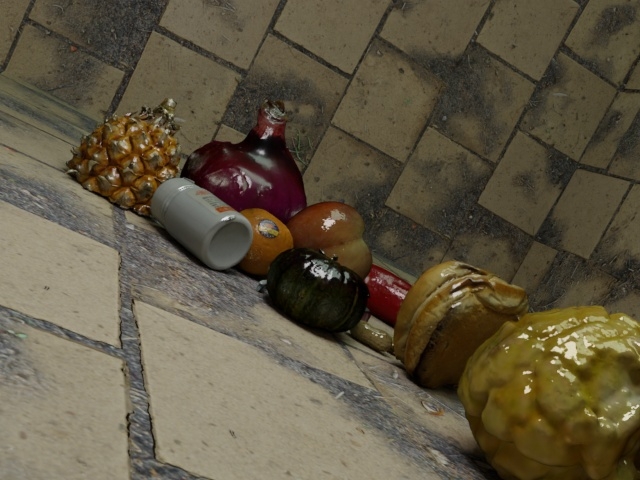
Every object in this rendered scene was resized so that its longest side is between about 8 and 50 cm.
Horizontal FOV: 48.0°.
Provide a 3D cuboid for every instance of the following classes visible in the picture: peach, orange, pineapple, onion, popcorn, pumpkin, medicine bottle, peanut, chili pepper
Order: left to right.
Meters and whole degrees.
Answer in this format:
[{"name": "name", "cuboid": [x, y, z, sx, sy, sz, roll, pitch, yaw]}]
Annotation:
[{"name": "pineapple", "cuboid": [-0.490, -0.253, 1.774, 0.344, 0.286, 0.209, 31, 6, 34]}, {"name": "medicine bottle", "cuboid": [-0.279, -0.044, 1.658, 0.252, 0.145, 0.144, 32, 7, 38]}, {"name": "onion", "cuboid": [-0.183, -0.202, 2.099, 0.398, 0.420, 0.398, 33, 10, -6]}, {"name": "orange", "cuboid": [-0.150, 0.006, 1.751, 0.177, 0.155, 0.177, 31, 16, -10]}, {"name": "pumpkin", "cuboid": [0.000, 0.103, 1.582, 0.237, 0.159, 0.238, 23, 5, -2]}, {"name": "peach", "cuboid": [0.010, 0.025, 1.883, 0.252, 0.252, 0.252, 28, 6, -3]}, {"name": "chili pepper", "cuboid": [0.136, 0.128, 2.122, 0.338, 0.135, 0.131, 33, 20, 25]}, {"name": "peanut", "cuboid": [0.114, 0.219, 1.660, 0.113, 0.054, 0.054, 29, 6, 11]}, {"name": "popcorn", "cuboid": [0.421, 0.266, 1.229, 0.354, 0.344, 0.390, 33, 11, -11]}]

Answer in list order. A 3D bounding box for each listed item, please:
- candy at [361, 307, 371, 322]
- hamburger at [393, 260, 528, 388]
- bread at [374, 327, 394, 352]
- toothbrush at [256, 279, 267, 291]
[{"name": "candy", "cuboid": [0.081, 0.180, 1.855, 0.103, 0.043, 0.103, 28, 6, -3]}, {"name": "hamburger", "cuboid": [0.309, 0.194, 1.615, 0.304, 0.284, 0.174, 18, 12, -38]}, {"name": "bread", "cuboid": [0.156, 0.242, 1.725, 0.088, 0.034, 0.049, 27, 19, 31]}, {"name": "toothbrush", "cuboid": [-0.116, 0.098, 1.735, 0.022, 0.026, 0.263, 35, 7, 6]}]
